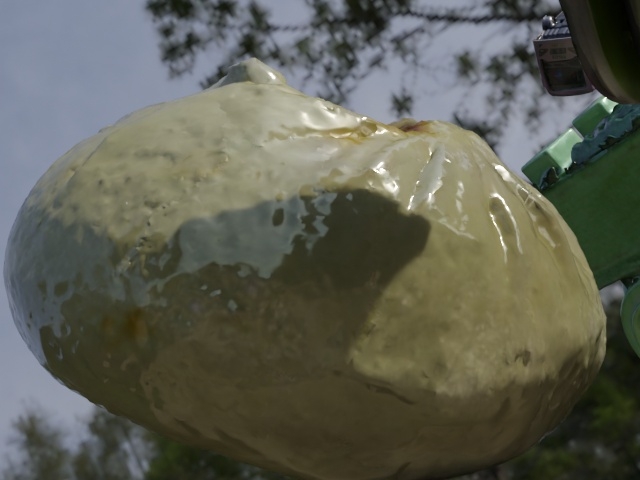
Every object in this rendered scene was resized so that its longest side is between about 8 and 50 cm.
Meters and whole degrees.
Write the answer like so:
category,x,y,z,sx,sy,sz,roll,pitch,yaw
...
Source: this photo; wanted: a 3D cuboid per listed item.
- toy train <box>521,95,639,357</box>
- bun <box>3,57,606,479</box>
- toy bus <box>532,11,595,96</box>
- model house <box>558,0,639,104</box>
category,x,y,z,sx,sy,sz,roll,pitch,yaw
toy train,0.251,-0.028,0.910,0.159,0.188,0.272,-40,0,-31
bun,0.000,0.000,0.564,0.222,0.222,0.127,-3,-70,-37
toy bus,0.178,-0.135,1.014,0.131,0.037,0.052,-45,-54,-52
model house,0.053,-0.192,0.397,0.207,0.154,0.293,-29,-60,-47
